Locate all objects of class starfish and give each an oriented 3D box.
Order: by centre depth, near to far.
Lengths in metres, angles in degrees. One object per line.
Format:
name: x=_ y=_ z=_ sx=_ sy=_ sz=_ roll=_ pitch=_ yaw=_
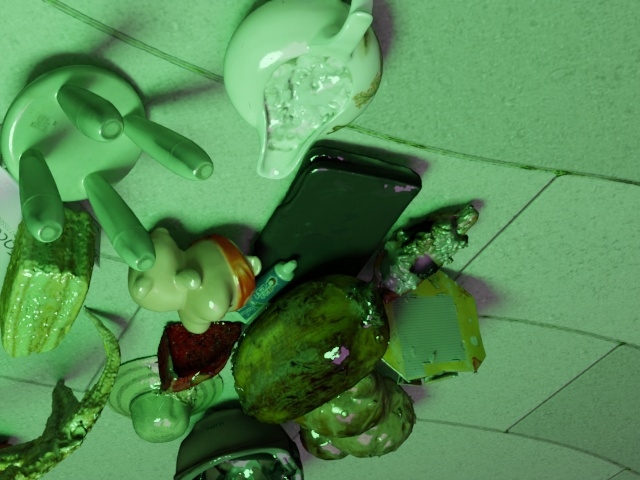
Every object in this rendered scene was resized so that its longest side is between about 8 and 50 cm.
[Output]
starfish: x=-0.468 y=0.300 z=1.366 sx=0.384 sy=0.398 sz=0.132 roll=-15 pitch=124 yaw=45

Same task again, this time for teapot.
teapot: x=-0.017 y=-0.217 z=1.047 sx=0.204 sy=0.139 sz=0.298 roll=10 pitch=136 yaw=-18

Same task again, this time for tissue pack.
tissue pack: x=-0.441 y=-0.036 z=1.198 sx=0.149 sy=0.092 sz=0.246 roll=-21 pitch=137 yaw=10

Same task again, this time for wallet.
wallet: x=0.000 y=0.000 z=1.358 sx=0.197 sy=0.051 sz=0.377 roll=11 pitch=139 yaw=-19

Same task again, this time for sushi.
sushi: x=0.164 y=0.014 z=1.375 sx=0.226 sy=0.103 sz=0.097 roll=-41 pitch=92 yaw=10

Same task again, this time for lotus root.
lotus root: x=-0.022 y=0.182 z=1.390 sx=0.179 sy=0.195 sz=0.397 roll=-24 pitch=169 yaw=-49

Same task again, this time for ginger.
ginger: x=0.056 y=0.334 z=1.643 sx=0.256 sy=0.176 sz=0.375 roll=-8 pitch=151 yaw=6

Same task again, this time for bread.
bread: x=-0.382 y=0.060 z=1.147 sx=0.102 sy=0.138 sz=0.196 roll=13 pitch=128 yaw=-24

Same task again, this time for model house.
model house: x=0.166 y=0.158 z=1.501 sx=0.208 sy=0.219 sz=0.136 roll=-5 pitch=159 yaw=-19

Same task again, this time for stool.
stool: x=-0.276 y=-0.099 z=1.040 sx=0.195 sy=0.199 sz=0.195 roll=23 pitch=103 yaw=-46

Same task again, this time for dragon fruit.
dragon fruit: x=-0.219 y=0.221 z=1.521 sx=0.161 sy=0.120 sz=0.127 roll=-6 pitch=145 yaw=-16

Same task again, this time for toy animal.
toy animal: x=-0.202 y=0.061 z=1.317 sx=0.198 sy=0.171 sz=0.171 roll=11 pitch=135 yaw=-18

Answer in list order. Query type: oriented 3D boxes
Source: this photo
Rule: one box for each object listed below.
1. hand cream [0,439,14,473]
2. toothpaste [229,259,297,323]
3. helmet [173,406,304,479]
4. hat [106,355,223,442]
hand cream: x=-0.715 y=0.501 z=1.653 sx=0.149 sy=0.230 sz=0.230 roll=17 pitch=132 yaw=-27
toothpaste: x=-0.097 y=0.084 z=1.394 sx=0.057 sy=0.034 sz=0.197 roll=35 pitch=133 yaw=-16
helmet: x=-0.177 y=0.455 z=1.733 sx=0.271 sy=0.197 sz=0.338 roll=-20 pitch=136 yaw=1
hat: x=-0.315 y=0.339 z=1.639 sx=0.252 sy=0.110 sz=0.252 roll=-6 pitch=139 yaw=-6
